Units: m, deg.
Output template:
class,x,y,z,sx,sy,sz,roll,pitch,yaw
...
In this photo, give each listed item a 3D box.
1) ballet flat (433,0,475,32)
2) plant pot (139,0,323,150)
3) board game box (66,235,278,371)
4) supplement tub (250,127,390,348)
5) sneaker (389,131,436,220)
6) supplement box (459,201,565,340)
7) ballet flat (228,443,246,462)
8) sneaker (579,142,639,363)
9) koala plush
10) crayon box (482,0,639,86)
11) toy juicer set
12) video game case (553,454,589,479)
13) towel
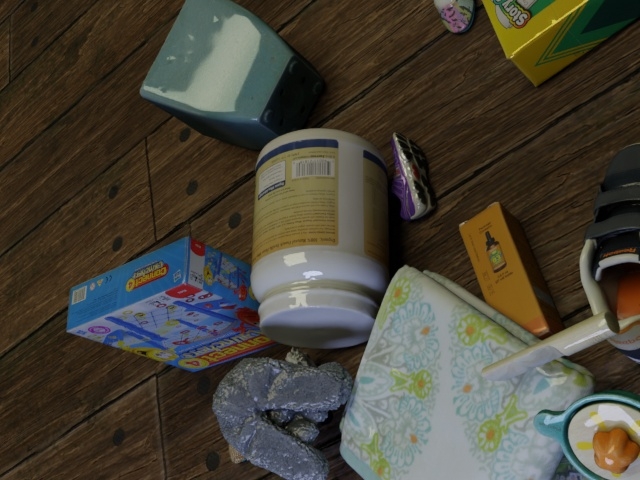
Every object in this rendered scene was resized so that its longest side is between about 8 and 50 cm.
class,x,y,z,sx,sy,sz,roll,pitch,yaw
ballet flat,0.230,-0.476,1.710,0.076,0.079,0.222,-15,60,37
plant pot,-0.145,-0.313,1.877,0.252,0.248,0.247,26,89,29
board game box,-0.229,0.124,1.683,0.308,0.302,0.086,-22,57,35
supplement tub,0.000,0.000,1.581,0.228,0.228,0.316,-20,57,36
sneaker,0.140,-0.110,1.625,0.071,0.068,0.170,-34,51,34
supplement box,0.281,0.061,1.399,0.078,0.080,0.234,-34,52,26
ballet flat,-0.116,0.293,1.663,0.073,0.067,0.206,35,96,46
sneaker,0.419,-0.004,1.267,0.126,0.127,0.321,-18,57,38
koala plush,-0.055,0.261,1.533,0.203,0.221,0.196,16,92,8
crayon box,0.397,-0.481,1.537,0.313,0.106,0.363,-34,49,28
toy juicer set,0.352,0.200,1.065,0.329,0.089,0.209,36,129,9
video game case,0.371,0.356,1.206,0.212,0.023,0.193,-19,58,36
towel,0.178,0.243,1.332,0.374,0.090,0.321,36,112,50
